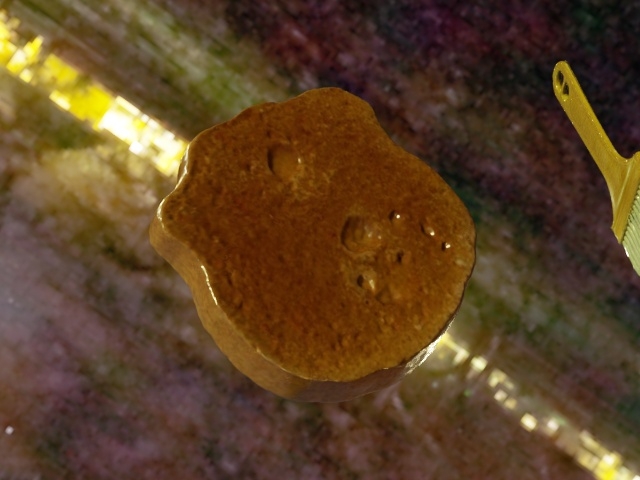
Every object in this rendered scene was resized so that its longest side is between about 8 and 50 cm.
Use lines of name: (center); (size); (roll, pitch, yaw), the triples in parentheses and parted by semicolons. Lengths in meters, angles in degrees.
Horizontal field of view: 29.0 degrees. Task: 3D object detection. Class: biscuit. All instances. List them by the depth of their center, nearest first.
biscuit: (-0.001, 0.001, 1.010); (0.257, 0.273, 0.049); (47, 139, 9)

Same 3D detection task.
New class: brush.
brush: (0.226, -0.070, 0.987); (0.218, 0.010, 0.082); (-107, 16, -44)
